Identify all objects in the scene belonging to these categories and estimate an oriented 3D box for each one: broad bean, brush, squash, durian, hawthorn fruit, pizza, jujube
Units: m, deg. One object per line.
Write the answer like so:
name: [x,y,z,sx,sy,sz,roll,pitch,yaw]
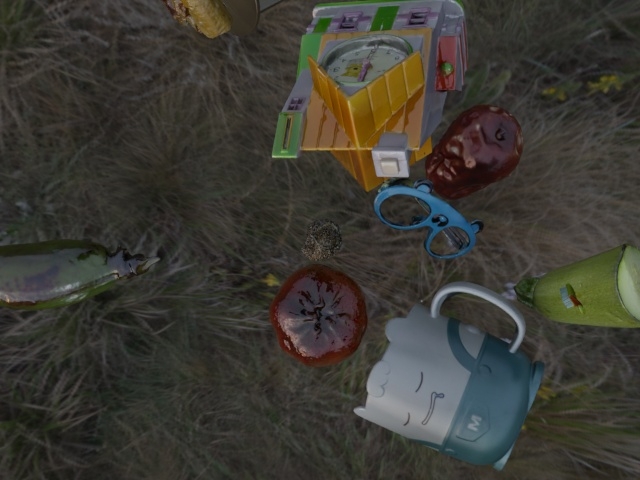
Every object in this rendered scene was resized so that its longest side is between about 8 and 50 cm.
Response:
broad bean: [-0.321,0.028,0.674,0.339,0.061,0.077,4,43,-2]
brush: [0.335,0.082,0.953,0.021,0.083,0.019,-31,101,15]
squash: [0.433,0.087,1.166,0.137,0.287,0.137,4,78,-19]
durian: [0.000,0.000,1.328,0.091,0.080,0.080,-37,79,42]
hawthorn fruit: [-0.003,0.125,1.141,0.157,0.194,0.157,1,74,-3]
pizza: [-0.201,-0.353,0.968,0.069,0.194,0.154,-43,125,1]
jujube: [0.298,-0.169,1.426,0.155,0.230,0.155,11,64,-24]

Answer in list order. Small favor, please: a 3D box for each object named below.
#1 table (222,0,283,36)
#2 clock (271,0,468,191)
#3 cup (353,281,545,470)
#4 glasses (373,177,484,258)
table: [-0.099,-0.516,1.377,0.167,0.167,0.227,46,60,9]
clock: [0.073,-0.211,1.009,0.235,0.166,0.309,2,47,19]
cup: [0.227,0.214,1.198,0.258,0.219,0.289,22,103,13]
glasses: [0.169,-0.055,1.327,0.239,0.207,0.102,32,92,-30]
